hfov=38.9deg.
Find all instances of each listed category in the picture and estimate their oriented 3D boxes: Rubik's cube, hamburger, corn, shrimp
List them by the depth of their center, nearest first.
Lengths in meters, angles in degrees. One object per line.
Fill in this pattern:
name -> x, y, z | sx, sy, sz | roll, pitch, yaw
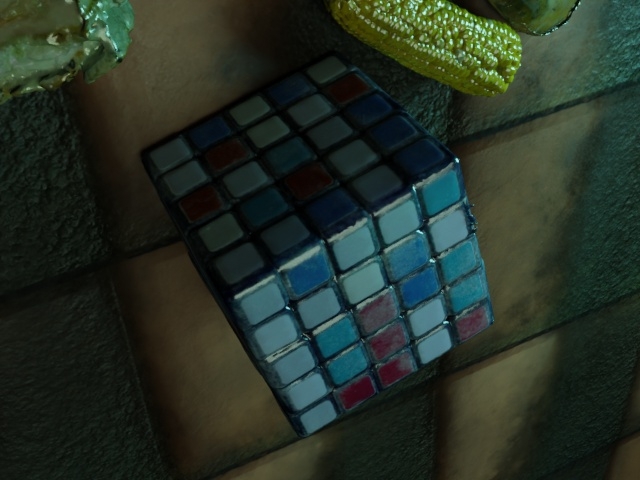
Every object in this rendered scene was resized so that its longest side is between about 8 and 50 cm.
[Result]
hamburger -> -0.303, -0.221, 0.803 | 0.287, 0.192, 0.168 | -13, 129, 10
Rubik's cube -> 0.000, 0.000, 1.085 | 0.286, 0.293, 0.292 | -30, 137, -9
corn -> 0.126, -0.252, 1.102 | 0.312, 0.102, 0.102 | 12, 117, -36
shrimp -> 0.274, -0.361, 1.143 | 0.173, 0.058, 0.253 | -50, 138, 1
